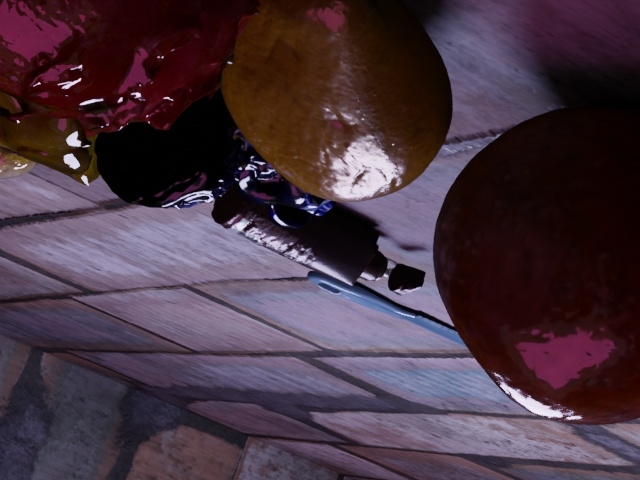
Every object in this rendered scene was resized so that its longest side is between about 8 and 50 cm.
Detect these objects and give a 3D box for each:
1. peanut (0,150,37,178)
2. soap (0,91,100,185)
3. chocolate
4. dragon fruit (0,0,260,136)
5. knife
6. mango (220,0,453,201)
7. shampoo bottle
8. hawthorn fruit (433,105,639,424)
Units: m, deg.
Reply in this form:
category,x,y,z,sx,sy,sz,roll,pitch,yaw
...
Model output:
category,x,y,z,sx,sy,sz,roll,pitch,yaw
peanut,-0.358,-0.101,1.786,0.087,0.087,0.206,30,161,-38
soap,-0.295,-0.163,1.359,0.281,0.143,0.259,18,162,1
chocolate,-0.069,-0.078,1.448,0.148,0.126,0.343,1,177,20
dragon fruit,-0.159,-0.181,1.017,0.268,0.205,0.210,32,166,-16
knife,0.115,0.094,2.081,0.313,0.019,0.044,24,162,-30
mango,0.008,-0.116,1.205,0.176,0.119,0.317,28,166,14
shampoo bottle,0.002,-0.001,1.759,0.236,0.067,0.068,26,-177,-31
hawthorn fruit,0.217,0.024,1.240,0.263,0.231,0.235,16,177,28
